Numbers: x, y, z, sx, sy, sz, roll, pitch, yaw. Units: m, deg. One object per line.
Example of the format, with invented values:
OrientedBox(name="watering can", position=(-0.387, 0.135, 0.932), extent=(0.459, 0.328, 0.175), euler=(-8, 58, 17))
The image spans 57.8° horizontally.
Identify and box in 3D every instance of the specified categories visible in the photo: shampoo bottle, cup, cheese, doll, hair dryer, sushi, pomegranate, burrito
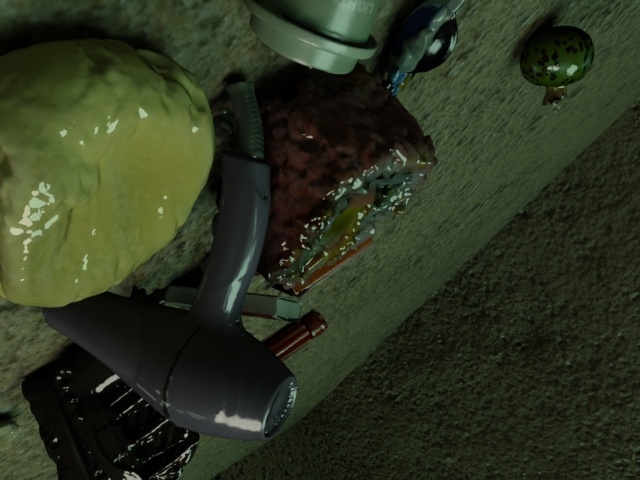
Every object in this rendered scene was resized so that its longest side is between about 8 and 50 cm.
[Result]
OrientedBox(name="shampoo bottle", position=(-0.098, 0.277, 1.511), extent=(0.260, 0.064, 0.102), euler=(-31, 160, -23))
OrientedBox(name="cup", position=(0.010, -0.221, 0.462), extent=(0.120, 0.120, 0.141), euler=(-19, 144, -47))
OrientedBox(name="cheese", position=(-0.183, -0.055, 0.476), extent=(0.214, 0.117, 0.226), euler=(-28, 155, -49))
OrientedBox(name="doll", position=(0.121, -0.235, 0.709), extent=(0.096, 0.070, 0.195), euler=(-44, 177, -44))
OrientedBox(name="hair dryer", position=(-0.135, 0.006, 0.615), extent=(0.121, 0.301, 0.361), euler=(-1, 110, -68))
OrientedBox(name="sushi", position=(0.000, -0.072, 0.703), extent=(0.236, 0.171, 0.270), euler=(-22, 157, -44))
OrientedBox(name="pomegranate", position=(0.412, -0.299, 1.014), extent=(0.122, 0.122, 0.162), euler=(-25, 117, -38))
OrientedBox(name="burrito", position=(-0.483, 0.276, 0.784), extent=(0.058, 0.045, 0.188), euler=(-35, 165, 11))

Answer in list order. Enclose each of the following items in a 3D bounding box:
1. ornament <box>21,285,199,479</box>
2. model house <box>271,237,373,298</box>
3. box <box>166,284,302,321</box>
OrientedBox(name="ornament", position=(-0.250, 0.210, 0.782), extent=(0.260, 0.251, 0.106), euler=(-34, 163, 10))
OrientedBox(name="model house", position=(0.000, 0.000, 0.924), extent=(0.219, 0.136, 0.207), euler=(-32, 159, -22))
OrientedBox(name="box", position=(-0.128, 0.095, 0.882), extent=(0.115, 0.177, 0.036), euler=(33, 63, -69))
